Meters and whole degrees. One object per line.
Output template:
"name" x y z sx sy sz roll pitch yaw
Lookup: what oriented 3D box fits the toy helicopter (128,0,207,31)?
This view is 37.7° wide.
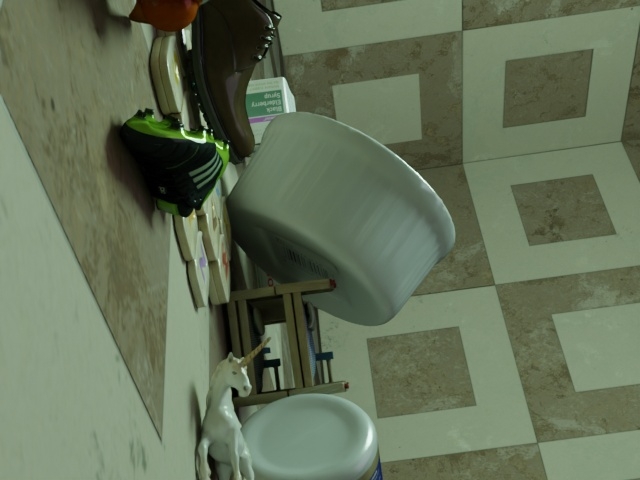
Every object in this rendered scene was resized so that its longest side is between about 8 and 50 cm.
"toy helicopter" -0.121 -0.235 0.615 0.355 0.140 0.235 -69 162 -64

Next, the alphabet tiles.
"alphabet tiles" -0.124 -0.080 0.941 0.278 0.021 0.284 -96 177 -54

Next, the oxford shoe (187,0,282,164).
"oxford shoe" -0.082 -0.186 0.908 0.083 0.096 0.227 -97 180 -72

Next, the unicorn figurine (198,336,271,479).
"unicorn figurine" -0.080 0.176 0.822 0.162 0.060 0.111 104 -16 -47

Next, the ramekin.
"ramekin" 0.014 -0.016 1.155 0.135 0.277 0.277 -55 161 -18

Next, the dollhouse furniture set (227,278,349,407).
"dollhouse furniture set" -0.036 0.121 1.121 0.184 0.128 0.129 67 15 -83

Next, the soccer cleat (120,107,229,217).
"soccer cleat" -0.110 -0.055 0.721 0.179 0.060 0.072 10 98 -81

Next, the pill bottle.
"pill bottle" -0.002 0.311 1.010 0.153 0.153 0.265 -94 177 -62

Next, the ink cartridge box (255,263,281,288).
"ink cartridge box" 0.000 0.000 1.410 0.092 0.217 0.159 -3 84 -47

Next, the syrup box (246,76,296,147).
"syrup box" -0.086 -0.181 1.411 0.237 0.093 0.096 -35 117 -88
